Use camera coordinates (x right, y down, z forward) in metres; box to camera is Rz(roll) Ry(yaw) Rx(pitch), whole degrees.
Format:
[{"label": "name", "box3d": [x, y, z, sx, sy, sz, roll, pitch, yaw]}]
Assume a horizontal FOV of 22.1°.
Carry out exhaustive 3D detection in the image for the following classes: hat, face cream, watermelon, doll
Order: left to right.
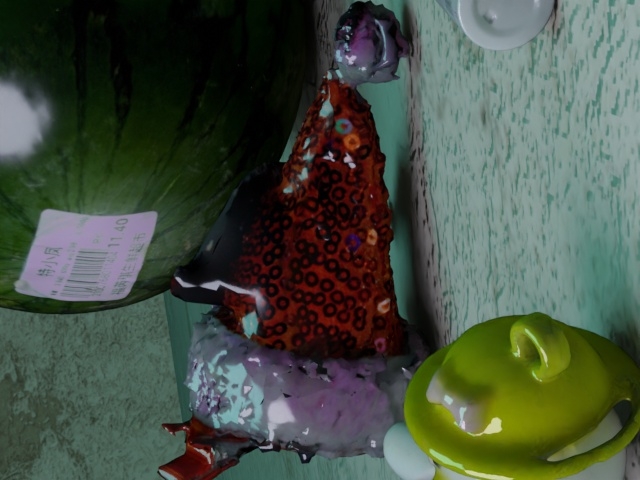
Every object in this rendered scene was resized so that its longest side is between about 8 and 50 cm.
[{"label": "watermelon", "box3d": [-0.172, -0.134, 0.996, 0.363, 0.363, 0.363, 171, 90, -81]}, {"label": "hat", "box3d": [-0.004, -0.001, 0.766, 0.129, 0.140, 0.227, -135, 48, -58]}, {"label": "face cream", "box3d": [0.046, -0.104, 0.579, 0.130, 0.034, 0.034, -117, 20, -62]}, {"label": "doll", "box3d": [0.062, 0.096, 0.544, 0.129, 0.081, 0.207, 50, 152, 35]}]
